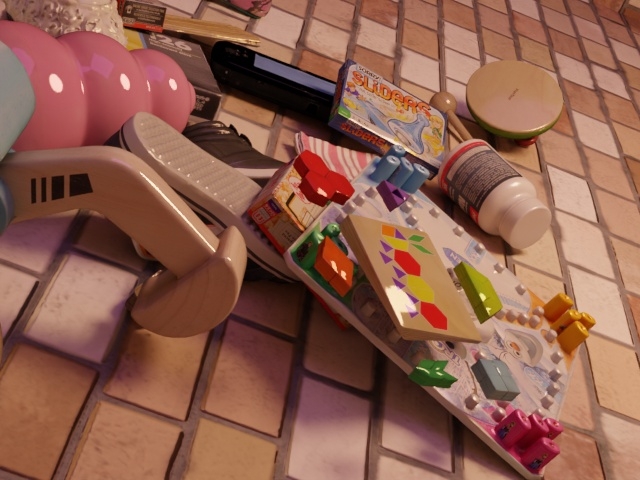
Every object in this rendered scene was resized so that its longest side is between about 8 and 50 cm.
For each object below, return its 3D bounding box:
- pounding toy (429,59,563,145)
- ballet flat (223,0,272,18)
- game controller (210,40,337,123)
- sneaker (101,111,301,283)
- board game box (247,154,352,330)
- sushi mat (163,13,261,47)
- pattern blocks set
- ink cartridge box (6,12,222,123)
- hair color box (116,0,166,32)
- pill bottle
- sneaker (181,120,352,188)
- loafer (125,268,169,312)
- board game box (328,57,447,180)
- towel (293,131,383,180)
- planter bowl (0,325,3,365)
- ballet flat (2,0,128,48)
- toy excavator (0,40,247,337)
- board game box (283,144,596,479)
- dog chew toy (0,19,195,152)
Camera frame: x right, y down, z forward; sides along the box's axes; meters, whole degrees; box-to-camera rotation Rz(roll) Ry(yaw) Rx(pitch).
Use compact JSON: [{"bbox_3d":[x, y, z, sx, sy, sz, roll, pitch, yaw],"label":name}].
[{"bbox_3d":[0.335,-0.229,2.275,0.237,0.110,0.183,-23,58,-18],"label":"pounding toy"},{"bbox_3d":[-0.196,-0.500,2.330,0.221,0.079,0.077,19,28,-9],"label":"ballet flat"},{"bbox_3d":[-0.035,-0.263,2.048,0.319,0.067,0.166,21,27,-8],"label":"game controller"},{"bbox_3d":[-0.151,-0.028,1.487,0.321,0.127,0.126,37,27,-33],"label":"sneaker"},{"bbox_3d":[0.000,0.000,1.526,0.193,0.045,0.147,52,23,-10],"label":"board game box"},{"bbox_3d":[-0.269,-0.370,2.047,0.316,0.019,0.151,5,16,-27],"label":"sushi mat"},{"bbox_3d":[0.101,0.044,1.387,0.285,0.026,0.325,19,36,-34],"label":"pattern blocks set"},{"bbox_3d":[-0.321,-0.293,1.846,0.303,0.072,0.307,12,26,-23],"label":"ink cartridge box"},{"bbox_3d":[-0.298,-0.372,1.919,0.072,0.043,0.141,7,19,-24],"label":"hair color box"},{"bbox_3d":[0.276,-0.070,1.905,0.108,0.108,0.180,1,35,-38],"label":"pill bottle"},{"bbox_3d":[-0.077,-0.096,1.667,0.295,0.104,0.147,5,37,-24],"label":"sneaker"},{"bbox_3d":[-0.168,0.052,1.390,0.056,0.050,0.148,33,28,17],"label":"loafer"},{"bbox_3d":[0.113,-0.198,1.973,0.201,0.035,0.136,26,47,-18],"label":"board game box"},{"bbox_3d":[0.061,-0.109,1.875,0.197,0.029,0.144,12,25,-22],"label":"towel"},{"bbox_3d":[-0.368,0.077,1.121,0.162,0.109,0.162,18,28,-10],"label":"planter bowl"},{"bbox_3d":[-0.383,-0.369,1.704,0.147,0.147,0.409,1,29,-37],"label":"ballet flat"},{"bbox_3d":[-0.332,-0.074,1.225,0.445,0.433,0.222,-9,26,10],"label":"toy excavator"},{"bbox_3d":[0.173,0.066,1.526,0.390,0.050,0.390,42,28,0],"label":"board game box"},{"bbox_3d":[-0.306,-0.168,1.480,0.332,0.207,0.206,-9,41,-35],"label":"dog chew toy"}]
